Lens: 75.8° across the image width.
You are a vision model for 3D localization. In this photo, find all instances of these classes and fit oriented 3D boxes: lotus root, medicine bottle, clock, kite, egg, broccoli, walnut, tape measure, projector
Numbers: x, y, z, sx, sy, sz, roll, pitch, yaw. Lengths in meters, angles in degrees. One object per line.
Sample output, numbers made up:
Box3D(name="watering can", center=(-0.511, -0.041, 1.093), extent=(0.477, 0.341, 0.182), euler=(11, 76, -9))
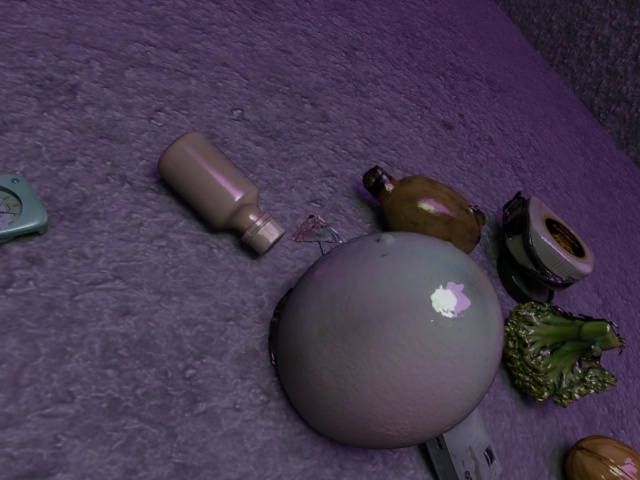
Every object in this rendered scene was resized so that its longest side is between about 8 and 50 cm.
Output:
Box3D(name="lotus root", center=(0.233, -0.070, 0.975), extent=(0.310, 0.182, 0.182), euler=(30, 50, -10))
Box3D(name="medicine bottle", center=(-0.175, -0.080, 0.763), extent=(0.252, 0.114, 0.114), euler=(44, 48, 0))
Box3D(name="clock", center=(-0.483, -0.038, 0.596), extent=(0.135, 0.041, 0.101), euler=(-26, 77, -39))
Box3D(name="kite", center=(0.000, 0.000, 0.891), extent=(0.139, 0.011, 0.156), euler=(-1, 60, -28))
Box3D(name="egg", center=(0.134, 0.138, 0.667), extent=(0.355, 0.340, 0.354), euler=(15, 56, -23))
Box3D(name="broccoli", center=(0.506, 0.256, 0.904), extent=(0.181, 0.273, 0.242), euler=(-34, 79, -8))
Box3D(name="clock", center=(0.581, 0.103, 1.160), extent=(0.185, 0.040, 0.184), euler=(15, 54, -23))
Box3D(name="walnut", center=(0.610, 0.505, 0.848), extent=(0.207, 0.159, 0.159), euler=(44, 48, 1))
Box3D(name="tape measure", center=(0.590, 0.007, 1.121), extent=(0.271, 0.133, 0.232), euler=(49, 41, 9))
Box3D(name="projector", center=(0.254, 0.381, 0.746), extent=(0.115, 0.061, 0.147), euler=(-21, 91, -37))
